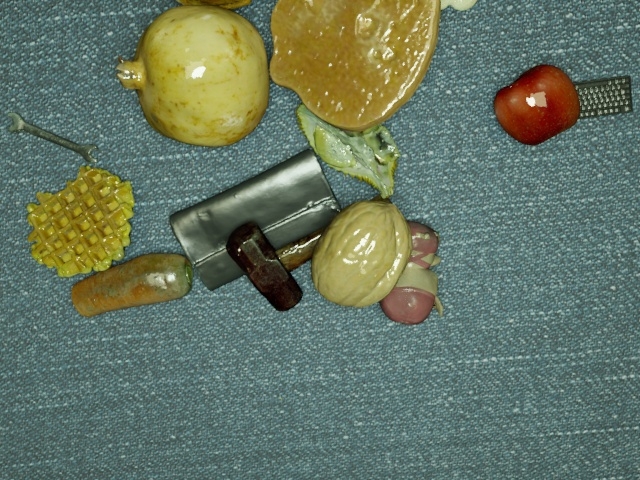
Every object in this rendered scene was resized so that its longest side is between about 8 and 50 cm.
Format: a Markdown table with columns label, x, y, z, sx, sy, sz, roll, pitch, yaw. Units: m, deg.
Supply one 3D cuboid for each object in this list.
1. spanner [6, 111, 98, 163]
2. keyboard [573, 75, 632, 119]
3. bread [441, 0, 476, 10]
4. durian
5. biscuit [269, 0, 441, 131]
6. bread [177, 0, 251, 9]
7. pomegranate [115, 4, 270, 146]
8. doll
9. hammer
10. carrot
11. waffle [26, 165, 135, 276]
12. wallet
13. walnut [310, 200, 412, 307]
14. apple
| label | x | y | z | sx | sy | sz | roll | pitch | yaw |
| --- | --- | --- | --- | --- | --- | --- | --- | --- | --- |
| spanner | -0.687 | -0.262 | 1.418 | 0.255 | 0.015 | 0.054 | 22 | 95 | -2 |
| keyboard | 0.623 | -0.344 | 1.385 | 0.310 | 0.018 | 0.100 | -7 | 96 | 2 |
| bread | 0.338 | -0.662 | 1.328 | 0.251 | 0.039 | 0.182 | -43 | 99 | -1 |
| durian | 0.083 | -0.234 | 1.333 | 0.172 | 0.166 | 0.306 | -42 | 88 | 3 |
| biscuit | 0.070 | -0.447 | 1.202 | 0.365 | 0.062 | 0.385 | 32 | 107 | 10 |
| bread | -0.252 | -0.731 | 1.254 | 0.399 | 0.215 | 0.397 | 1 | 97 | 6 |
| pomegranate | -0.289 | -0.364 | 1.244 | 0.343 | 0.342 | 0.342 | 0 | 97 | 1 |
| doll | 0.212 | 0.082 | 1.381 | 0.196 | 0.152 | 0.255 | 1 | 81 | 32 |
| hammer | 0.000 | 0.000 | 1.359 | 0.409 | 0.095 | 0.242 | -28 | 122 | 2 |
| carrot | -0.475 | 0.112 | 1.405 | 0.302 | 0.138 | 0.138 | -18 | 97 | 3 |
| waffle | -0.605 | -0.053 | 1.392 | 0.301 | 0.058 | 0.281 | -12 | 78 | 9 |
| wallet | -0.155 | -0.048 | 1.404 | 0.406 | 0.062 | 0.228 | -25 | 104 | 4 |
| walnut | 0.093 | 0.027 | 1.243 | 0.225 | 0.225 | 0.260 | 32 | 103 | -3 |
| apple | 0.505 | -0.314 | 1.294 | 0.181 | 0.181 | 0.168 | -29 | 95 | 4 |
